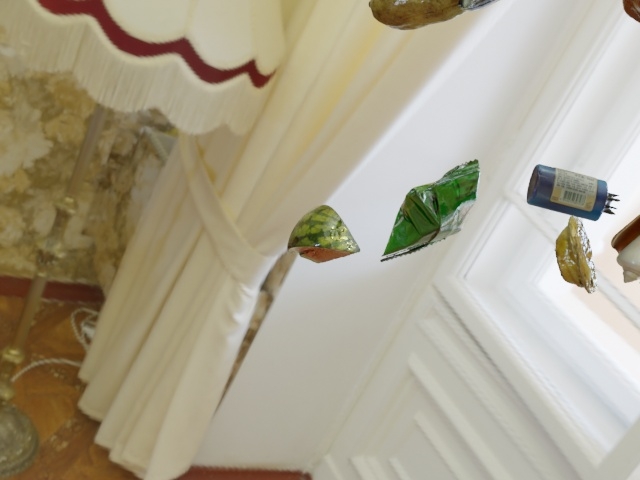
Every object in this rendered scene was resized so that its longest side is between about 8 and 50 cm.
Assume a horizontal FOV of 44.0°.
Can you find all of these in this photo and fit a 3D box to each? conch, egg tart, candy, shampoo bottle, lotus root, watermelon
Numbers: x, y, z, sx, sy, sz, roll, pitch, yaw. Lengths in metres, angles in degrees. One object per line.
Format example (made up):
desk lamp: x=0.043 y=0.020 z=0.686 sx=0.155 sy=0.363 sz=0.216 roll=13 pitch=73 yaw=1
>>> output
conch: x=0.611 y=0.001 z=1.477 sx=0.094 sy=0.176 sz=0.104 roll=19 pitch=8 yaw=-19
egg tart: x=0.400 y=0.025 z=1.246 sx=0.129 sy=0.049 sz=0.128 roll=41 pitch=42 yaw=-50
candy: x=0.185 y=-0.037 z=1.321 sx=0.141 sy=0.203 sz=0.078 roll=-7 pitch=55 yaw=-18
shampoo bottle: x=0.511 y=-0.093 z=1.595 sx=0.183 sy=0.087 sz=0.050 roll=14 pitch=-5 yaw=-4
lotus root: x=0.211 y=-0.509 z=1.685 sx=0.258 sy=0.110 sz=0.097 roll=-1 pitch=49 yaw=37
watermelon: x=-0.013 y=0.000 z=1.175 sx=0.069 sy=0.163 sz=0.087 roll=-26 pitch=91 yaw=-23

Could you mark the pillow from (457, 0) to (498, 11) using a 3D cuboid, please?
pillow: x=0.328 y=-0.488 z=1.537 sx=0.055 sy=0.136 sz=0.091 roll=53 pitch=16 yaw=-43

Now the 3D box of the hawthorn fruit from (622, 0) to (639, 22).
hawthorn fruit: x=0.589 y=-0.435 z=1.277 sx=0.185 sy=0.202 sz=0.185 roll=13 pitch=21 yaw=-5
